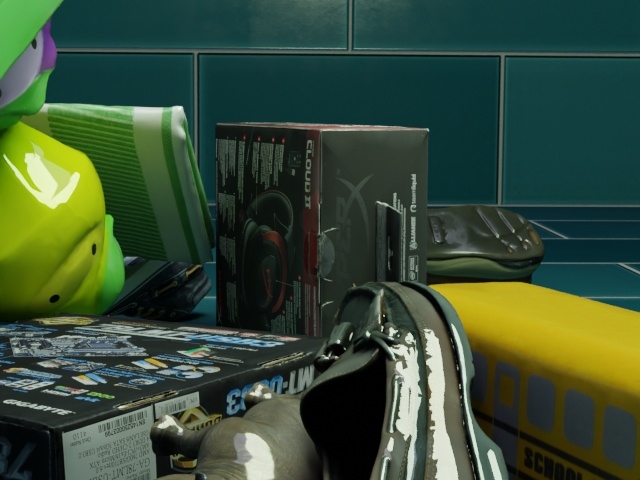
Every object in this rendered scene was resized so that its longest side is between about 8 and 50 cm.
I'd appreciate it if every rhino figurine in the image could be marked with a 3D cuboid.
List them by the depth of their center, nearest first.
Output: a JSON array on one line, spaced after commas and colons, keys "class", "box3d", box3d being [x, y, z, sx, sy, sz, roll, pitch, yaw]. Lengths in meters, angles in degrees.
[{"class": "rhino figurine", "box3d": [-0.045, 0.130, 0.735, 0.106, 0.073, 0.243, 0, 7, 28]}]

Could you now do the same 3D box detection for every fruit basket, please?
[{"class": "fruit basket", "box3d": [-0.292, -0.050, 1.065, 0.392, 0.392, 0.283, -2, -1, -22]}]

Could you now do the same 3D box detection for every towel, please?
[{"class": "towel", "box3d": [-0.275, -0.064, 1.321, 0.325, 0.038, 0.248, 6, -31, 8]}]

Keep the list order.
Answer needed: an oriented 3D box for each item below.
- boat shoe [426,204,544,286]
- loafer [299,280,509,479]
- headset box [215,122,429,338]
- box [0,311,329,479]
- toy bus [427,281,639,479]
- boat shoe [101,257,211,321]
[{"class": "boat shoe", "box3d": [0.082, 0.028, 1.490, 0.324, 0.120, 0.122, 7, 37, -5]}, {"class": "loafer", "box3d": [0.029, 0.089, 0.677, 0.084, 0.096, 0.267, 15, 23, -16]}, {"class": "headset box", "box3d": [0.000, 0.000, 1.253, 0.110, 0.218, 0.293, -3, 6, -24]}, {"class": "box", "box3d": [-0.177, 0.108, 0.920, 0.295, 0.073, 0.293, 4, 6, 34]}, {"class": "toy bus", "box3d": [0.126, 0.100, 0.742, 0.108, 0.130, 0.333, -2, 7, -22]}, {"class": "boat shoe", "box3d": [-0.189, 0.062, 1.426, 0.183, 0.083, 0.065, -37, 28, -33]}]
